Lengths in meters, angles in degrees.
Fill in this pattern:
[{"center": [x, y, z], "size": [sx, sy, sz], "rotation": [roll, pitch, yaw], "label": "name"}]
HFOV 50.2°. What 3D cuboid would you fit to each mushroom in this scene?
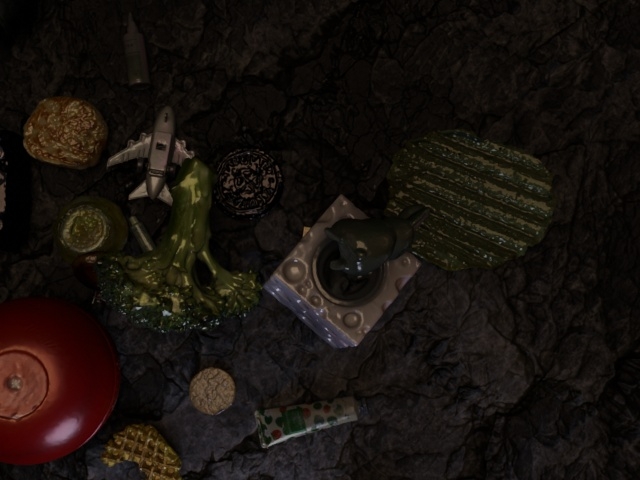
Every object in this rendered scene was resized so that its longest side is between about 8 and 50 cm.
[{"center": [-0.547, 0.076, 1.673], "size": [0.123, 0.123, 0.052], "rotation": [-15, 46, -1], "label": "mushroom"}]

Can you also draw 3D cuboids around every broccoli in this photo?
[{"center": [-0.363, 0.022, 1.595], "size": [0.274, 0.353, 0.397], "rotation": [-1, 105, 42], "label": "broccoli"}]

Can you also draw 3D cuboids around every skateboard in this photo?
[{"center": [-0.528, 0.146, 1.677], "size": [0.063, 0.083, 0.032], "rotation": [20, 84, 1], "label": "skateboard"}]

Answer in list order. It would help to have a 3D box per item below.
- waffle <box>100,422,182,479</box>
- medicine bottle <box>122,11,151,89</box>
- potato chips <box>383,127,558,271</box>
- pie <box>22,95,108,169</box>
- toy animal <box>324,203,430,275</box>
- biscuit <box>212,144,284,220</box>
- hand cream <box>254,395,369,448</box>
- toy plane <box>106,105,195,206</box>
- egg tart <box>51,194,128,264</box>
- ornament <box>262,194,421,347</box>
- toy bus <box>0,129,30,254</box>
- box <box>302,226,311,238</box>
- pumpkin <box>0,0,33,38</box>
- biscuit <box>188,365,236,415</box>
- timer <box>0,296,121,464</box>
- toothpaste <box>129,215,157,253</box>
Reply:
[{"center": [-0.428, 0.534, 1.654], "size": [0.149, 0.051, 0.194], "rotation": [-39, 90, -3], "label": "waffle"}, {"center": [-0.475, -0.490, 1.753], "size": [0.057, 0.057, 0.199], "rotation": [-8, 85, 0], "label": "medicine bottle"}, {"center": [0.365, -0.094, 1.702], "size": [0.429, 0.070, 0.359], "rotation": [21, 83, 2], "label": "potato chips"}, {"center": [-0.638, -0.270, 1.719], "size": [0.205, 0.084, 0.179], "rotation": [11, 86, 0], "label": "pie"}, {"center": [0.137, -0.004, 1.430], "size": [0.251, 0.125, 0.127], "rotation": [-18, 52, -31], "label": "toy animal"}, {"center": [-0.185, -0.142, 1.717], "size": [0.194, 0.053, 0.195], "rotation": [0, 85, 0], "label": "biscuit"}, {"center": [-0.020, 0.430, 1.661], "size": [0.276, 0.059, 0.095], "rotation": [-14, 82, 3], "label": "hand cream"}, {"center": [-0.397, -0.216, 1.704], "size": [0.251, 0.101, 0.255], "rotation": [9, 84, -11], "label": "toy plane"}, {"center": [-0.577, -0.027, 1.699], "size": [0.197, 0.078, 0.197], "rotation": [0, 83, -1], "label": "egg tart"}, {"center": [0.040, 0.080, 1.573], "size": [0.239, 0.240, 0.240], "rotation": [41, 75, -2], "label": "ornament"}, {"center": [-0.810, -0.118, 1.684], "size": [0.147, 0.127, 0.303], "rotation": [-4, 84, 3], "label": "toy bus"}, {"center": [0.000, 0.000, 1.721], "size": [0.093, 0.015, 0.058], "rotation": [9, 82, 2], "label": "box"}, {"center": [-0.876, -0.636, 1.679], "size": [0.323, 0.241, 0.323], "rotation": [0, 68, 0], "label": "pumpkin"}, {"center": [-0.267, 0.371, 1.686], "size": [0.120, 0.015, 0.120], "rotation": [0, 84, 1], "label": "biscuit"}, {"center": [-0.656, 0.317, 1.566], "size": [0.377, 0.279, 0.378], "rotation": [0, 84, -2], "label": "timer"}, {"center": [-0.427, 0.026, 1.716], "size": [0.048, 0.029, 0.197], "rotation": [-29, 88, -1], "label": "toothpaste"}]
